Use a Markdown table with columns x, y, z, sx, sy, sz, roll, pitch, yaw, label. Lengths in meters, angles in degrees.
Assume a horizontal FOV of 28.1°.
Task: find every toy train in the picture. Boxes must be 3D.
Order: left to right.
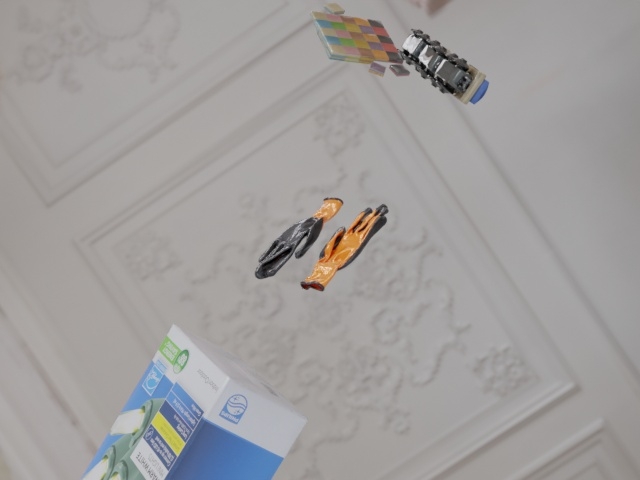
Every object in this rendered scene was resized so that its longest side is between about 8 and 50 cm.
| x | y | z | sx | sy | sz | roll | pitch | yaw | label |
| --- | --- | --- | --- | --- | --- | --- | --- | --- | --- |
| 0.086 | -0.120 | 0.897 | 0.036 | 0.027 | 0.158 | 32 | -170 | -17 | toy train |

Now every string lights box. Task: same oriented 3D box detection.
| x | y | z | sx | sy | sz | roll | pitch | yaw | label |
| --- | --- | --- | --- | --- | --- | --- | --- | --- | --- |
| -0.126 | 0.206 | 0.950 | 0.077 | 0.259 | 0.133 | 32 | 179 | -28 | string lights box |

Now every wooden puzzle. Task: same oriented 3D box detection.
| x | y | z | sx | sy | sz | roll | pitch | yaw | label |
| --- | --- | --- | --- | --- | --- | --- | --- | --- | --- |
| 0.022 | -0.126 | 0.807 | 0.083 | 0.049 | 0.006 | -112 | 33 | -47 | wooden puzzle |

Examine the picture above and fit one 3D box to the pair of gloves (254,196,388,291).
| x | y | z | sx | sy | sz | roll | pitch | yaw | label |
| --- | --- | --- | --- | --- | --- | --- | --- | --- | --- |
| 0.000 | 0.000 | 0.772 | 0.083 | 0.074 | 0.010 | 8 | 138 | 54 | pair of gloves |
